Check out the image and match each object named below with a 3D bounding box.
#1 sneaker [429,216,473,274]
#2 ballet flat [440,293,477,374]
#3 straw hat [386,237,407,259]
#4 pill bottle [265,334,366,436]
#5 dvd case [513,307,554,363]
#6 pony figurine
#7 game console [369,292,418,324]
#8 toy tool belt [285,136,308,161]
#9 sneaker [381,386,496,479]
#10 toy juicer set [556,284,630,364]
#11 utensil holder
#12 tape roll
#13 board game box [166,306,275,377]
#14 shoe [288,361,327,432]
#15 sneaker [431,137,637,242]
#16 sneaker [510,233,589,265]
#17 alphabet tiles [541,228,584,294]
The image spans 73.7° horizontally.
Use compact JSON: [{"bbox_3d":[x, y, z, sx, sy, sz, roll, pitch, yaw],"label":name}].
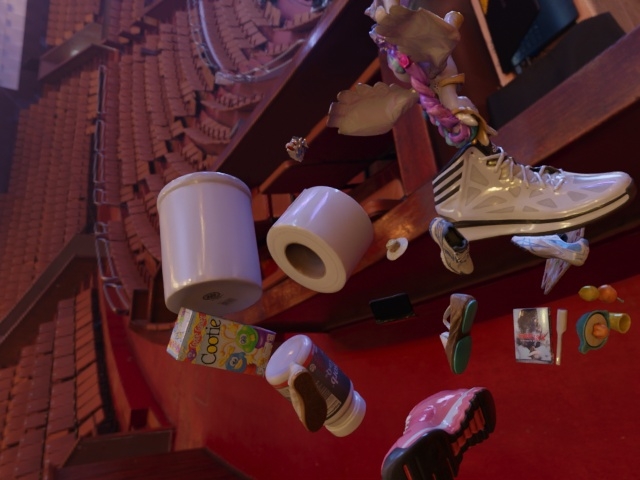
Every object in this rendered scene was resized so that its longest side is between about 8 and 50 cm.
[{"bbox_3d":[0.259,0.018,0.818,0.052,0.135,0.058,-41,19,-9],"label":"sneaker"},{"bbox_3d":[0.544,0.365,1.718,0.124,0.116,0.343,27,123,52],"label":"ballet flat"},{"bbox_3d":[0.381,0.027,2.232,0.144,0.061,0.145,-41,30,30],"label":"straw hat"},{"bbox_3d":[-0.010,0.535,1.560,0.210,0.363,0.210,-37,18,15],"label":"pill bottle"},{"bbox_3d":[0.472,0.211,0.948,0.087,0.013,0.120,-19,65,58],"label":"dvd case"},{"bbox_3d":[0.203,-0.371,0.909,0.303,0.350,0.364,131,140,-52],"label":"pony figurine"},{"bbox_3d":[0.225,0.211,1.302,0.122,0.107,0.071,-17,72,21],"label":"game console"},{"bbox_3d":[-0.056,-0.230,1.034,0.051,0.052,0.083,-60,-11,-7],"label":"toy tool belt"},{"bbox_3d":[0.215,0.389,0.841,0.136,0.313,0.116,-14,92,53],"label":"sneaker"},{"bbox_3d":[0.910,0.265,1.431,0.089,0.328,0.210,10,119,67],"label":"toy juicer set"},{"bbox_3d":[-0.370,0.022,1.428,0.327,0.327,0.386,-46,48,45],"label":"utensil holder"},{"bbox_3d":[0.000,0.000,1.154,0.246,0.246,0.169,-30,19,53],"label":"tape roll"},{"bbox_3d":[-0.303,0.312,1.314,0.144,0.275,0.142,-5,67,59],"label":"board game box"},{"bbox_3d":[-0.036,0.398,1.086,0.058,0.076,0.219,26,137,51],"label":"shoe"},{"bbox_3d":[0.478,-0.150,1.032,0.447,0.169,0.258,-12,110,34],"label":"sneaker"},{"bbox_3d":[0.692,0.014,1.293,0.237,0.085,0.086,20,88,59],"label":"sneaker"},{"bbox_3d":[0.826,0.016,1.449,0.343,0.011,0.285,81,-148,-56],"label":"alphabet tiles"}]
